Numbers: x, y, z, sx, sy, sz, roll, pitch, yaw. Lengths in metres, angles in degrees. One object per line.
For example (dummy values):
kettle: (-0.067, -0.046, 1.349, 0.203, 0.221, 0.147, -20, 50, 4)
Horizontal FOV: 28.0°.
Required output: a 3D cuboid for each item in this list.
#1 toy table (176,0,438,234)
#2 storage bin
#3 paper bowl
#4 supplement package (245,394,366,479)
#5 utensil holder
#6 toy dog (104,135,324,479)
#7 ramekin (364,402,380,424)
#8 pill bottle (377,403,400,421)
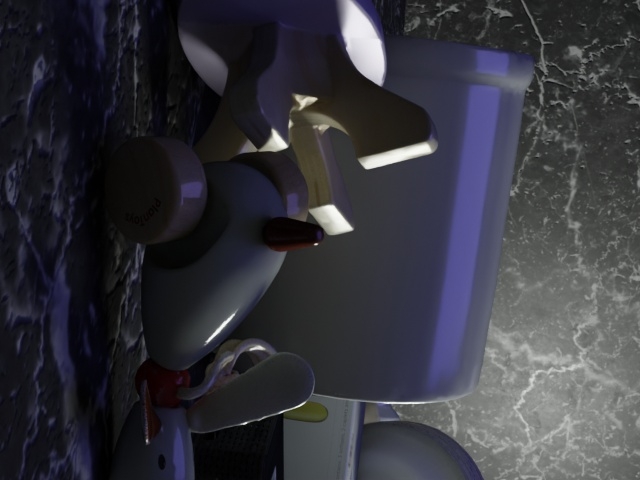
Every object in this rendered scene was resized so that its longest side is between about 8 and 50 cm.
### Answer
toy table: (-0.029, -0.125, 1.153, 0.274, 0.252, 0.161, 33, 45, -52)
storage bin: (-0.092, 0.277, 1.458, 0.122, 0.084, 0.180, -73, 167, -56)
paper bowl: (0.098, 0.408, 1.886, 0.148, 0.284, 0.284, 17, 78, -66)
supplement package: (-0.024, 0.289, 1.748, 0.204, 0.145, 0.261, 69, 27, -74)
utensil holder: (0.058, -0.038, 1.472, 0.327, 0.328, 0.385, -41, 138, -79)
toy dog: (-0.075, 0.075, 1.014, 0.220, 0.161, 0.333, -27, 126, -37)
ramekin: (0.044, 0.401, 2.216, 0.277, 0.135, 0.277, 174, -90, -89)
pill bottle: (0.070, 0.401, 2.500, 0.162, 0.162, 0.278, 41, 55, -81)
